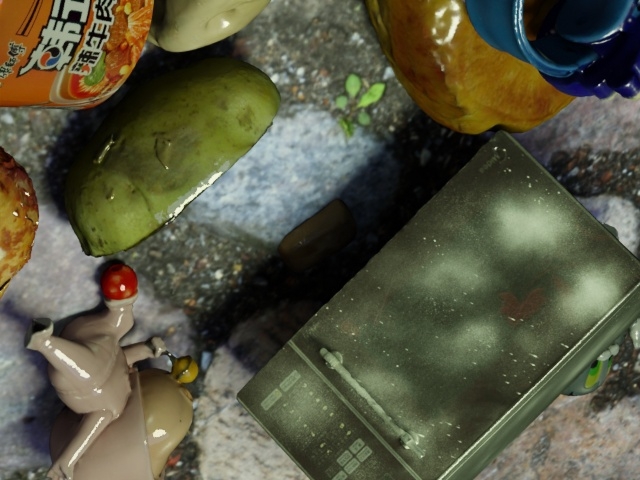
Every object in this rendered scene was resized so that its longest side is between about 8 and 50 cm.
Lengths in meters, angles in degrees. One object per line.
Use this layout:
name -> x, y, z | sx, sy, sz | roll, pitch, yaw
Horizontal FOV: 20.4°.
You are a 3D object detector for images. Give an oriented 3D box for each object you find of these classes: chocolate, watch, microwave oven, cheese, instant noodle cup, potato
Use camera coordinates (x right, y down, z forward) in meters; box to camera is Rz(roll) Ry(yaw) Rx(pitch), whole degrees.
chocolate -> 0.000, 0.000, 2.129 | 0.100, 0.031, 0.064 | -34, 131, -5
watch -> 0.259, -0.254, 1.807 | 0.200, 0.171, 0.196 | 38, 80, -36
microwave oven -> 0.163, 0.124, 2.109 | 0.432, 0.236, 0.374 | -44, 166, 3
cheese -> -0.128, -0.297, 1.707 | 0.117, 0.235, 0.218 | -25, 96, -39
instant noodle cup -> -0.287, -0.226, 1.628 | 0.192, 0.250, 0.250 | 7, 119, -46
potato -> -0.172, -0.104, 1.866 | 0.271, 0.160, 0.111 | -39, 111, -1

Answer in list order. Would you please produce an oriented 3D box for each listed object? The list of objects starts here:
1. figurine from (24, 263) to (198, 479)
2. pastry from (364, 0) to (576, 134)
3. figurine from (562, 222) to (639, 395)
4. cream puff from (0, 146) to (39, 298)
figurine -> -0.232, 0.180, 2.023 | 0.186, 0.176, 0.287 | -10, 117, 4
pastry -> 0.204, -0.281, 1.962 | 0.356, 0.164, 0.356 | -19, 127, -26
figurine -> 0.334, 0.108, 2.363 | 0.193, 0.140, 0.265 | -35, 127, -39
cream puff -> -0.403, -0.017, 1.758 | 0.240, 0.164, 0.240 | -22, 148, -15
